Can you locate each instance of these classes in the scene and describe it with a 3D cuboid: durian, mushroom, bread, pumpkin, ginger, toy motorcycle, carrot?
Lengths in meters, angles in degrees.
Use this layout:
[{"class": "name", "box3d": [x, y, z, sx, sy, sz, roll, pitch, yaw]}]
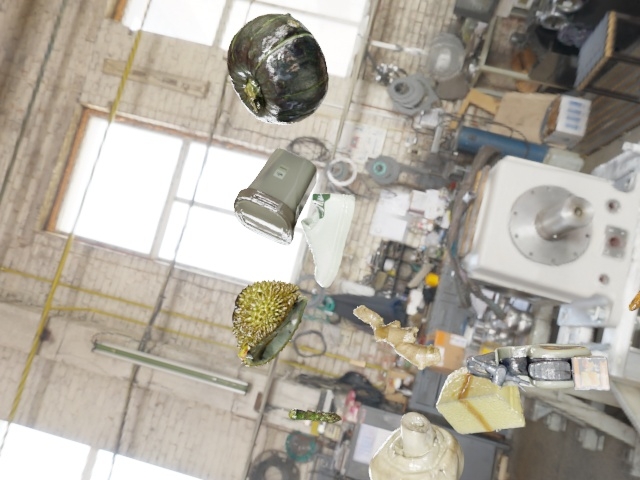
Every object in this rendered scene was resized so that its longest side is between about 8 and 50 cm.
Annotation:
[{"class": "durian", "box3d": [-0.147, 0.191, 1.276, 0.237, 0.138, 0.193, -37, -31, -56]}, {"class": "mushroom", "box3d": [0.246, 0.558, 1.395, 0.260, 0.254, 0.234, -147, 43, -73]}, {"class": "bread", "box3d": [0.479, 0.444, 1.566, 0.240, 0.135, 0.178, -31, 13, 45]}, {"class": "pumpkin", "box3d": [-0.120, -0.491, 1.564, 0.241, 0.323, 0.323, -37, -24, -26]}, {"class": "ginger", "box3d": [0.193, 0.240, 1.388, 0.075, 0.288, 0.089, 32, -90, -41]}, {"class": "toy motorcycle", "box3d": [0.423, 0.255, 1.080, 0.157, 0.263, 0.090, 14, -108, -66]}, {"class": "carrot", "box3d": [1.231, 0.198, 2.048, 0.210, 0.061, 0.061, -42, -17, -18]}]

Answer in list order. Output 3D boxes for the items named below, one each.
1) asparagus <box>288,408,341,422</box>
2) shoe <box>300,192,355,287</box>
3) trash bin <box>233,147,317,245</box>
[{"class": "asparagus", "box3d": [-0.010, 0.466, 1.428, 0.036, 0.165, 0.030, -26, 55, 52]}, {"class": "shoe", "box3d": [0.000, 0.000, 1.809, 0.131, 0.160, 0.362, -84, 8, -58]}, {"class": "trash bin", "box3d": [-0.138, -0.154, 1.824, 0.250, 0.220, 0.219, -61, -8, -21]}]
